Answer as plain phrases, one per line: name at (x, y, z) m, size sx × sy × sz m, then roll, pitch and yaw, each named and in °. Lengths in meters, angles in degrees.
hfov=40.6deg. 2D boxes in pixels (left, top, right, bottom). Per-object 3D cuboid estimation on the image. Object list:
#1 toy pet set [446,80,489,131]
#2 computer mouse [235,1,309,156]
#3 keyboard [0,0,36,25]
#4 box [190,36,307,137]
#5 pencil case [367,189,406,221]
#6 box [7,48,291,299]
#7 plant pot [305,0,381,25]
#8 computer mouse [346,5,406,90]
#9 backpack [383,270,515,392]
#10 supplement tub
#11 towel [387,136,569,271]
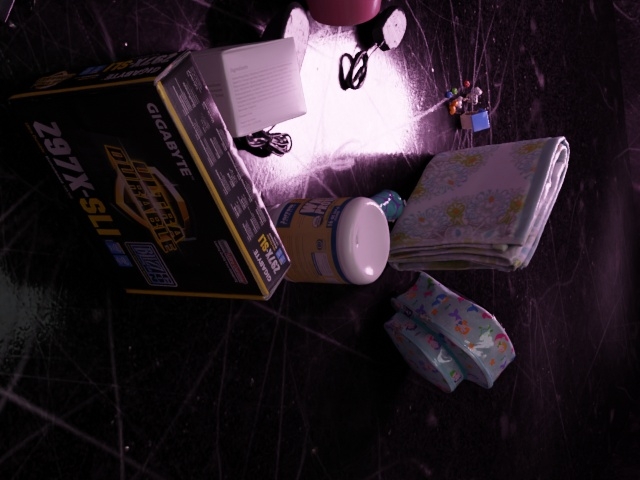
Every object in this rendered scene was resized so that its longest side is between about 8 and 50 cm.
toy pet set at (0.372, -0.327, 2.121) m, size 0.122 × 0.065 × 0.114 m, roll -38°, pitch 121°, yaw -49°
computer mouse at (-0.095, -0.274, 1.438) m, size 0.184 × 0.060 × 0.261 m, roll -6°, pitch 107°, yaw -64°
keyboard at (-0.366, -0.357, 1.057) m, size 0.100 × 0.038 × 0.191 m, roll 35°, pitch 63°, yaw -51°
box at (-0.147, -0.218, 1.253) m, size 0.182 × 0.181 × 0.119 m, roll -30°, pitch 115°, yaw -52°
pencil case at (0.109, -0.054, 1.739) m, size 0.152 × 0.065 × 0.070 m, roll -28°, pitch 97°, yaw -52°
box at (-0.212, -0.070, 1.095) m, size 0.079 × 0.257 × 0.321 m, roll -54°, pitch 133°, yaw -39°
plant pot at (0.036, -0.489, 1.530) m, size 0.201 × 0.202 × 0.180 m, roll -54°, pitch 148°, yaw -40°
computer mouse at (0.107, -0.394, 1.764) m, size 0.242 × 0.041 × 0.071 m, roll -56°, pitch 135°, yaw -30°
backpack at (0.274, 0.204, 1.824) m, size 0.191 × 0.254 × 0.225 m, roll -49°, pitch 133°, yaw -18°
supplement tub at (0.000, 0.000, 1.458) m, size 0.144 × 0.200 × 0.144 m, roll -1°, pitch 91°, yaw -57°
towel at (0.330, -0.080, 1.838) m, size 0.374 × 0.321 × 0.090 m, roll -58°, pitch 133°, yaw -37°
